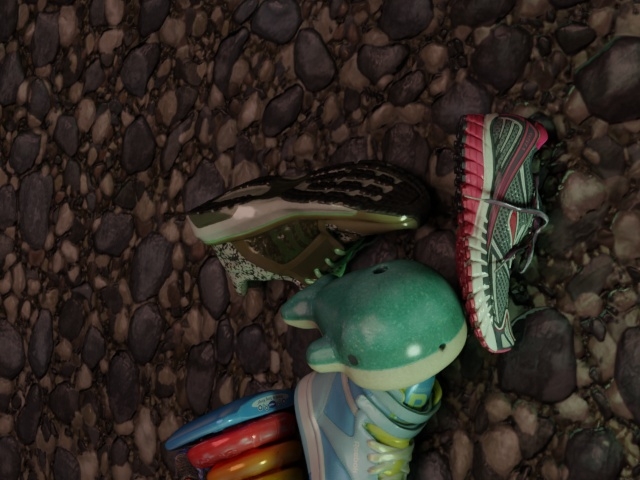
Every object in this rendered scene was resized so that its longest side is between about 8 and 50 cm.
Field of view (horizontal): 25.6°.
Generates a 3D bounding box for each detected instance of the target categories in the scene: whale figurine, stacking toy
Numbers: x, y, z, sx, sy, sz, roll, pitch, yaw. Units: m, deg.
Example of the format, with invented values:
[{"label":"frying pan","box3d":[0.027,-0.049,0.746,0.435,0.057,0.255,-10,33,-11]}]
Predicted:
[{"label":"whale figurine","box3d":[0.058,0.084,1.796,0.272,0.216,0.141,21,135,48]},{"label":"stacking toy","box3d":[-0.077,0.373,1.976,0.165,0.175,0.302,-29,77,42]}]

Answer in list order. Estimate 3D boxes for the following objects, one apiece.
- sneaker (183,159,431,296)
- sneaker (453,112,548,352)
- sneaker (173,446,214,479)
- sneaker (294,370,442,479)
[{"label":"sneaker","box3d":[0.000,0.000,1.975,0.410,0.158,0.182,-4,113,43]},{"label":"sneaker","box3d":[0.226,-0.008,1.741,0.121,0.112,0.299,-99,8,-83]},{"label":"sneaker","box3d":[-0.187,0.417,2.105,0.083,0.087,0.221,-29,65,38]},{"label":"sneaker","box3d":[0.086,0.281,1.827,0.208,0.127,0.319,-37,61,37]}]
